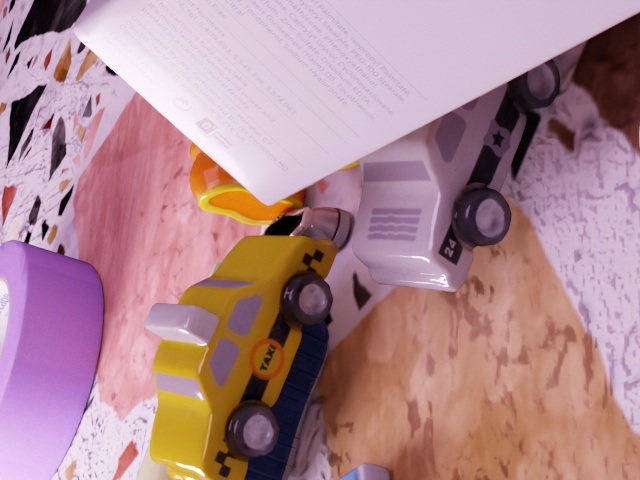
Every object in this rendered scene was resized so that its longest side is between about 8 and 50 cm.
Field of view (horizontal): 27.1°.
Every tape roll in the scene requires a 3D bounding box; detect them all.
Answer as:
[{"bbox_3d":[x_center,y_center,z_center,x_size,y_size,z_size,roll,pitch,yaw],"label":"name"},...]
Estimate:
[{"bbox_3d":[-0.334,0.142,1.443,0.275,0.090,0.274,-40,41,46],"label":"tape roll"}]

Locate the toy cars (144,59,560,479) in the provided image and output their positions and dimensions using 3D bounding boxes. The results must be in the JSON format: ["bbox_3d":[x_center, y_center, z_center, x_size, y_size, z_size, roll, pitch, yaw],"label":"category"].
[{"bbox_3d":[0.000,0.000,0.851,0.394,0.087,0.176,-45,35,20],"label":"toy cars"}]

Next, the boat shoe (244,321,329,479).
[{"bbox_3d":[-0.051,0.133,0.964,0.183,0.066,0.066,-62,22,-6],"label":"boat shoe"}]

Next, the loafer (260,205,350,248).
[{"bbox_3d":[-0.024,-0.006,1.022,0.125,0.039,0.045,-19,55,56],"label":"loafer"}]

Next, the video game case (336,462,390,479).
[{"bbox_3d":[-0.015,0.273,0.840,0.193,0.023,0.212,-42,39,43],"label":"video game case"}]

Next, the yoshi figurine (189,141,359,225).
[{"bbox_3d":[-0.033,-0.202,1.084,0.203,0.204,0.362,72,-173,-67],"label":"yoshi figurine"}]

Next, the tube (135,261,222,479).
[{"bbox_3d":[-0.090,0.130,1.016,0.070,0.062,0.240,-101,31,-81],"label":"tube"}]

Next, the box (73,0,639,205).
[{"bbox_3d":[0.055,-0.199,0.749,0.345,0.168,0.215,-25,31,43],"label":"box"}]
